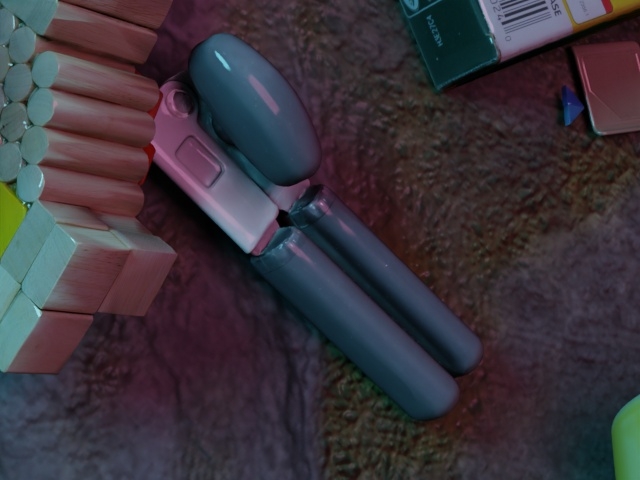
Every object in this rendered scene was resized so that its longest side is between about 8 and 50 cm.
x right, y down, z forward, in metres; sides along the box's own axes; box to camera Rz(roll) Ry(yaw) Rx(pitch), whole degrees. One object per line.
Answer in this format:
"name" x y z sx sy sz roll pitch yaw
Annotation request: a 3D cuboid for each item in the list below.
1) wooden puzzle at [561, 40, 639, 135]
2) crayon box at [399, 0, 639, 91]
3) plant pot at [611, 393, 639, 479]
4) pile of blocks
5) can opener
"wooden puzzle" 0.220 -0.113 1.196 0.116 0.014 0.078 -1 74 -33
"crayon box" 0.180 -0.250 1.166 0.318 0.081 0.202 -22 90 -34
"plant pot" 0.300 0.206 1.036 0.254 0.254 0.239 3 62 -32
"pile of blocks" -0.151 -0.105 0.910 0.112 0.149 0.362 10 79 -56
"can opener" 0.000 0.000 0.987 0.280 0.093 0.074 48 57 -18
